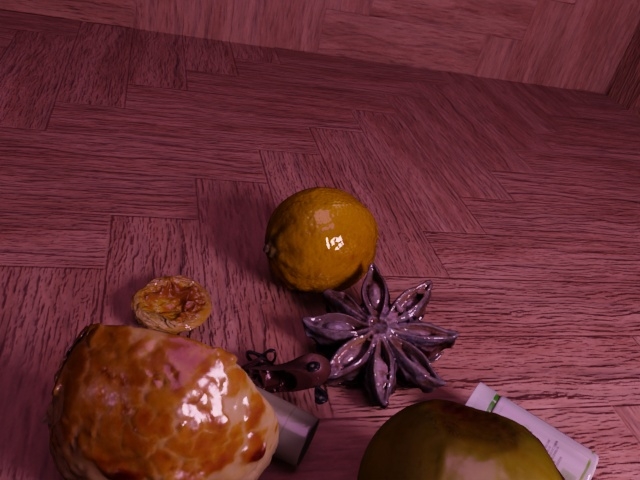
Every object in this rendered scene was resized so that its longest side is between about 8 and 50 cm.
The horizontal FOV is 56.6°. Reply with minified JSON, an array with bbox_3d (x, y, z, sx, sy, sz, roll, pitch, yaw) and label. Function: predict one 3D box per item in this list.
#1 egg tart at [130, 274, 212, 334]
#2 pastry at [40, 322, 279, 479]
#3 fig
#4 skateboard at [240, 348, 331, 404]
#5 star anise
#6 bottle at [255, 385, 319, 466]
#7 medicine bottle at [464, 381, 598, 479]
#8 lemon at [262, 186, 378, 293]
[{"bbox_3d":[-0.237,0.106,0.949,0.131,0.052,0.130,9,36,-7],"label":"egg tart"},{"bbox_3d":[-0.185,0.218,0.661,0.256,0.236,0.170,21,52,8],"label":"pastry"},{"bbox_3d":[0.142,0.315,0.641,0.240,0.239,0.271,23,53,13],"label":"fig"},{"bbox_3d":[-0.060,0.190,0.864,0.152,0.067,0.080,-5,27,13],"label":"skateboard"},{"bbox_3d":[0.094,0.157,0.951,0.223,0.109,0.236,-18,56,-7],"label":"star anise"},{"bbox_3d":[-0.106,0.227,0.803,0.202,0.072,0.072,23,35,12],"label":"bottle"},{"bbox_3d":[0.288,0.288,0.848,0.183,0.086,0.086,30,37,23],"label":"medicine bottle"},{"bbox_3d":[0.000,0.000,1.064,0.231,0.192,0.192,-3,37,-35],"label":"lemon"}]
